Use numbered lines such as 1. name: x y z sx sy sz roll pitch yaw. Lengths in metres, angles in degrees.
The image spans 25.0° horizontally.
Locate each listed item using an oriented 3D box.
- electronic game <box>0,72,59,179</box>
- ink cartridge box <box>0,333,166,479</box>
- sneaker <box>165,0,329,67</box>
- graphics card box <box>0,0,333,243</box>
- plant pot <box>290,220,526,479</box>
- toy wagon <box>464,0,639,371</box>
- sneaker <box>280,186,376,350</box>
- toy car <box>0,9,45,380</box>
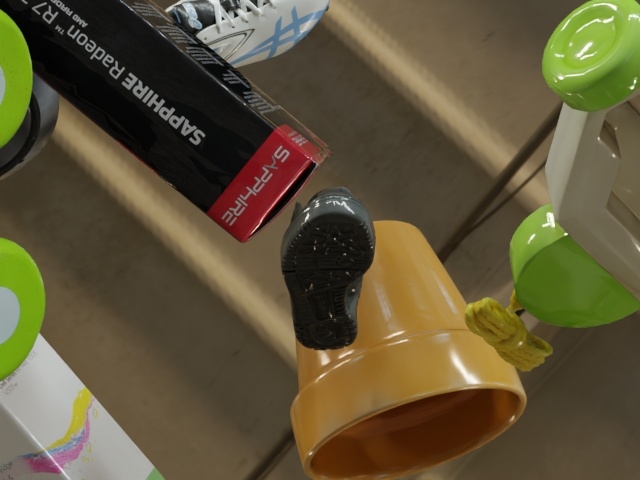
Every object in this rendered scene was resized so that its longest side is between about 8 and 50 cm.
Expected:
1. electronic game: -0.374 -0.129 1.431 0.229 0.229 0.048 -40 -133 25
2. ink cartridge box: -0.315 0.207 1.389 0.207 0.119 0.353 -35 -82 28
3. sneaker: -0.094 -0.218 1.445 0.237 0.086 0.085 -27 -112 0
4. graphics card box: -0.162 -0.153 1.172 0.371 0.233 0.094 41 -83 -2
5. plant pot: 0.058 0.093 1.302 0.205 0.205 0.188 -31 -119 25
6. toy wagon: 0.221 -0.040 0.736 0.344 0.068 0.267 -30 -49 27
7. sneaker: 0.003 0.000 0.832 0.051 0.089 0.170 1 -34 -1
8. toy car: -0.208 -0.009 0.449 0.155 0.188 0.149 12 -70 36
